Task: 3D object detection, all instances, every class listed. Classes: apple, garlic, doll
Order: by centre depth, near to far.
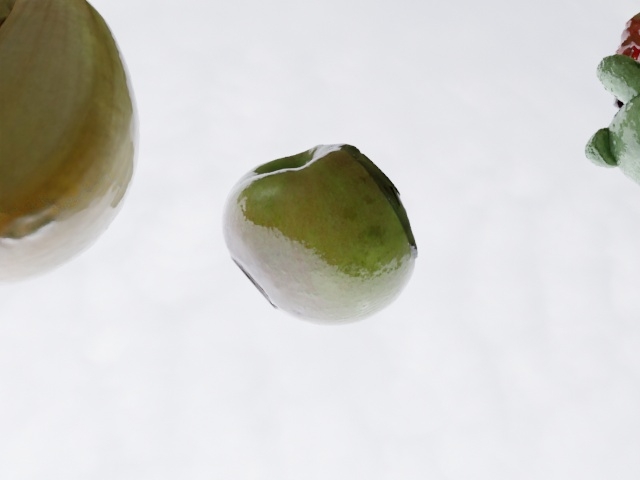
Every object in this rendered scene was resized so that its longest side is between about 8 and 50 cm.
[{"bbox_3d":[0.239,-0.100,0.581,0.115,0.077,0.150,21,-106,8],"label":"doll"},{"bbox_3d":[-0.299,-0.105,0.761,0.249,0.286,0.313,37,-120,-35],"label":"garlic"},{"bbox_3d":[0.000,0.000,0.947,0.174,0.207,0.188,-49,-55,-53],"label":"apple"}]

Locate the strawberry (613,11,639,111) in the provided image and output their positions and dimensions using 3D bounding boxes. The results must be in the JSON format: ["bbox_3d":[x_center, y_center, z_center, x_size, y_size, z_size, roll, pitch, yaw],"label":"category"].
[{"bbox_3d":[0.446,-0.165,1.062,0.253,0.150,0.280,42,-159,-3],"label":"strawberry"}]
